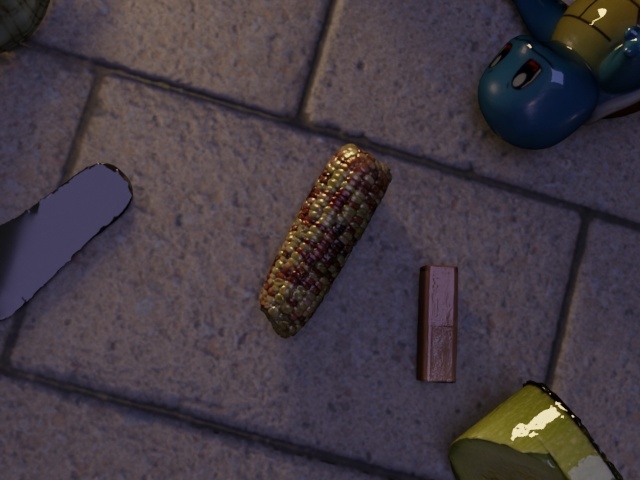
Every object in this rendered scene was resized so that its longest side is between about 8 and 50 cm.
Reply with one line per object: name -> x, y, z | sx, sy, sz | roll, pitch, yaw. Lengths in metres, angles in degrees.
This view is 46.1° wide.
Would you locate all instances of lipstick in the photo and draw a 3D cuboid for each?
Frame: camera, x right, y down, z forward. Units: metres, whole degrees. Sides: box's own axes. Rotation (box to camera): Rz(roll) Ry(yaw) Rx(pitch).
lipstick -> 0.148, 0.105, 0.949 | 0.045, 0.045, 0.145 | 3, 83, -8

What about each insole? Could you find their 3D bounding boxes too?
insole -> -0.365, 0.012, 0.918 | 0.309, 0.012, 0.110 | -41, 88, -10

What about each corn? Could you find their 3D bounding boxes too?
corn -> 0.000, 0.000, 0.926 | 0.086, 0.086, 0.253 | 30, 83, -2

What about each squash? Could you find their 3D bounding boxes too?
squash -> 0.260, 0.280, 0.855 | 0.133, 0.220, 0.220 | -31, 87, -13

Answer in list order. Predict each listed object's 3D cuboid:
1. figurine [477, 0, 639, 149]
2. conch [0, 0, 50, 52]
figurine -> 0.394, -0.269, 0.953 | 0.417, 0.242, 0.297 | -16, 42, -11
conch -> -0.436, -0.297, 0.875 | 0.387, 0.169, 0.203 | -13, 110, -6
